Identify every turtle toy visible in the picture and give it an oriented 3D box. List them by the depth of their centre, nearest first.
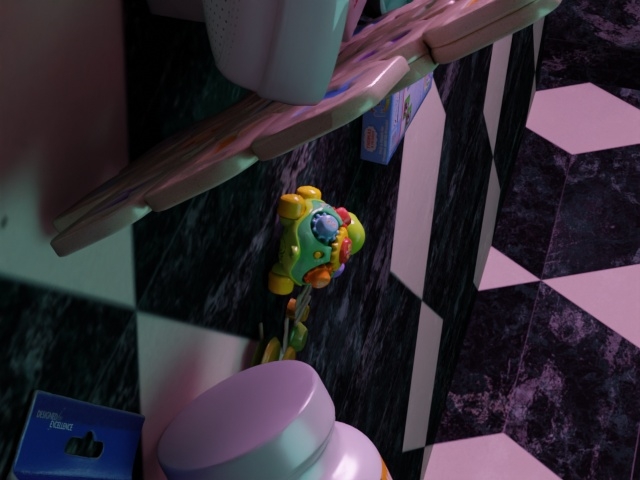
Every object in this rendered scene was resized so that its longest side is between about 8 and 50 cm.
[{"bbox_3d":[0.000,0.000,0.891,0.130,0.066,0.095,-34,134,-68],"label":"turtle toy"}]

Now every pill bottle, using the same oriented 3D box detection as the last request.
[{"bbox_3d":[-0.003,0.242,0.728,0.278,0.162,0.162,64,30,-18],"label":"pill bottle"}]

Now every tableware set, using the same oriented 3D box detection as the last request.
[{"bbox_3d":[-0.044,0.111,0.911,0.154,0.024,0.104,-61,161,-49],"label":"tableware set"}]

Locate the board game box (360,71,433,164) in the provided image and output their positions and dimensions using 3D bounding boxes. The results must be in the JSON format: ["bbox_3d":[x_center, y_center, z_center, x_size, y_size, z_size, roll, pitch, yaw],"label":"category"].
[{"bbox_3d":[0.098,-0.212,1.126,0.211,0.039,0.160,-57,155,-50],"label":"board game box"}]

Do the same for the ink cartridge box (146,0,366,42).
[{"bbox_3d":[-0.032,-0.216,0.497,0.176,0.127,0.128,80,26,-56],"label":"ink cartridge box"}]

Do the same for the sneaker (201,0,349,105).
[{"bbox_3d":[-0.070,-0.192,0.315,0.108,0.169,0.293,-155,-117,-75],"label":"sneaker"}]

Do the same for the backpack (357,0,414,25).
[{"bbox_3d":[0.065,-0.272,0.716,0.253,0.191,0.225,-39,138,-74],"label":"backpack"}]

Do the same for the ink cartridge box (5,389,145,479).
[{"bbox_3d":[-0.158,0.263,0.551,0.165,0.065,0.333,48,55,-71],"label":"ink cartridge box"}]

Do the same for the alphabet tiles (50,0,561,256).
[{"bbox_3d":[-0.004,-0.075,0.485,0.021,0.284,0.278,60,29,-14],"label":"alphabet tiles"}]
